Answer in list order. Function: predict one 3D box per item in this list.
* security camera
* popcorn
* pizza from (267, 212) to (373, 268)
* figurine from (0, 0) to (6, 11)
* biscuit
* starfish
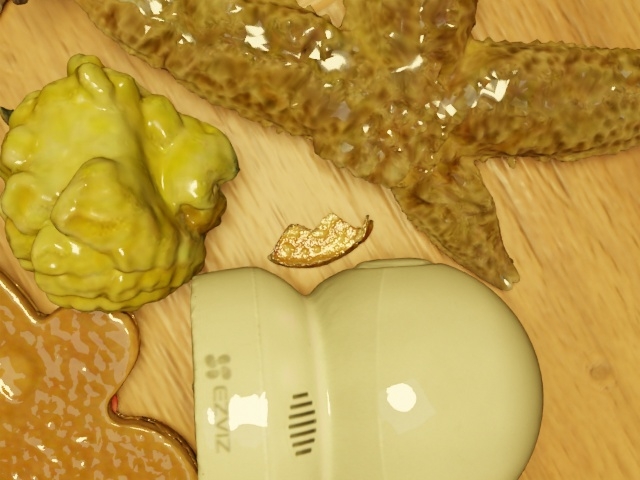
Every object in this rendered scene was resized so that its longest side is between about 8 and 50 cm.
[{"bbox_3d":[0.032,0.104,0.711,0.236,0.194,0.194,-5,92,-6],"label":"security camera"},{"bbox_3d":[-0.144,-0.038,0.715,0.142,0.173,0.173,4,92,39],"label":"popcorn"},{"bbox_3d":[0.000,0.000,0.792,0.083,0.016,0.037,-18,93,3],"label":"pizza"},{"bbox_3d":[-0.189,-0.234,0.744,0.197,0.093,0.147,-45,104,3],"label":"figurine"},{"bbox_3d":[-0.227,0.118,0.777,0.340,0.047,0.216,36,93,-4],"label":"biscuit"},{"bbox_3d":[0.058,-0.162,0.715,0.432,0.082,0.324,38,102,-9],"label":"starfish"}]
